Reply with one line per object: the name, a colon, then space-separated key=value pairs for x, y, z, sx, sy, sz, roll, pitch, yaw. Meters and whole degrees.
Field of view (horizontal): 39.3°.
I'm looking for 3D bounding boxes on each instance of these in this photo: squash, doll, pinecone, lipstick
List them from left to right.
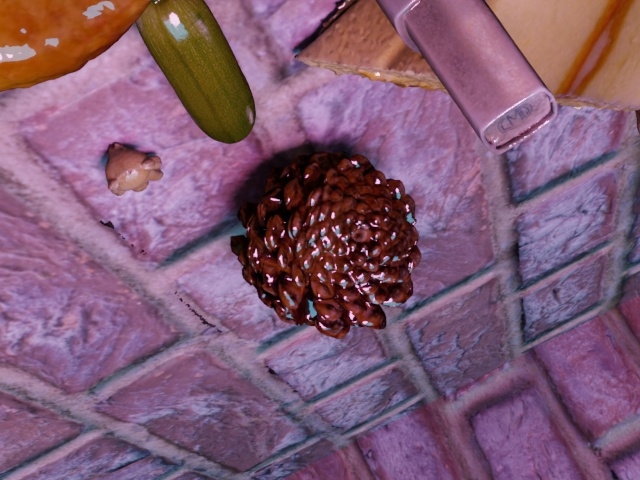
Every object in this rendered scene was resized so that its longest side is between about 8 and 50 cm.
doll: x=-0.189 y=-0.064 z=0.917 sx=0.061 sy=0.051 sz=0.093 roll=-35 pitch=155 yaw=1
squash: x=-0.106 y=-0.154 z=0.808 sx=0.069 sy=0.069 sz=0.258 roll=-27 pitch=155 yaw=0
pinecone: x=0.000 y=0.000 z=1.050 sx=0.222 sy=0.221 sz=0.221 roll=-21 pitch=153 yaw=-11
lipstick: x=0.097 y=-0.188 z=0.724 sx=0.079 sy=0.252 sz=0.077 roll=-35 pitch=153 yaw=12

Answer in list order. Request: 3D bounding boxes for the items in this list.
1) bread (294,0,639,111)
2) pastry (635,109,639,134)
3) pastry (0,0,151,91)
bread: x=0.233 y=-0.296 z=0.914 sx=0.346 sy=0.242 sz=0.404 roll=15 pitch=99 yaw=-49
pastry: x=0.502 y=-0.247 z=1.064 sx=0.316 sy=0.184 sz=0.284 roll=-34 pitch=172 yaw=10
pastry: x=-0.225 y=-0.219 z=0.487 sx=0.356 sy=0.163 sz=0.356 roll=-16 pitch=149 yaw=-10
